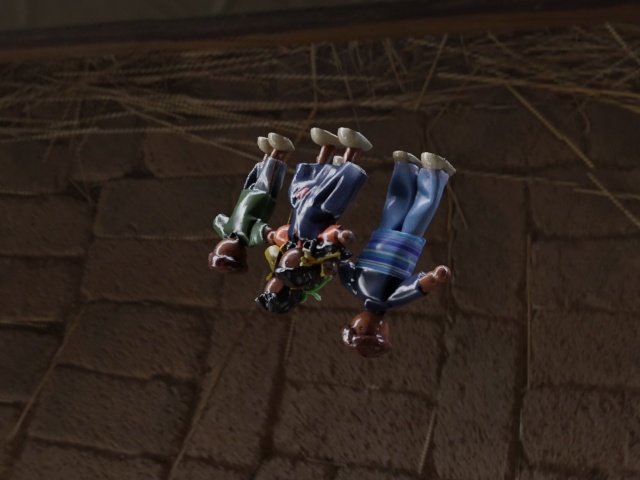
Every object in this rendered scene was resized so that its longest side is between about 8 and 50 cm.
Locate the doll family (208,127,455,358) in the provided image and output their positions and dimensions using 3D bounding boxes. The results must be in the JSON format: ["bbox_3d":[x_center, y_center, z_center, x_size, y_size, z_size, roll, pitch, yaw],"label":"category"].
[{"bbox_3d":[0.000,0.000,0.510,0.193,0.076,0.111,3,67,63],"label":"doll family"}]
